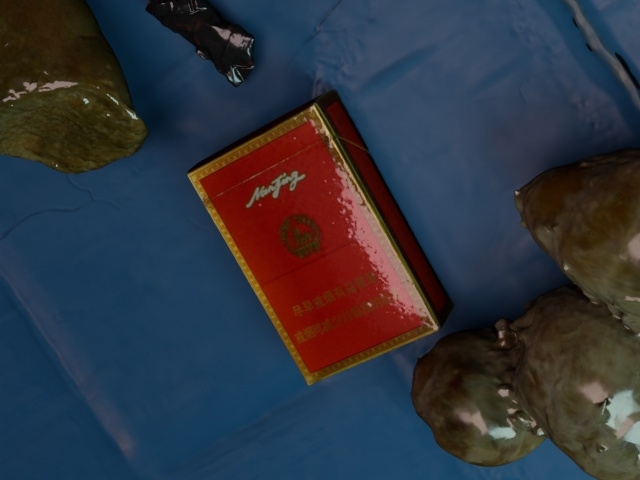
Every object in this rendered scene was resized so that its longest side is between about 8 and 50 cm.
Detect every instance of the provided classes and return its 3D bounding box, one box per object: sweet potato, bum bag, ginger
[{"bbox_3d":[-0.308,-0.218,1.109,0.158,0.158,0.370,-34,87,25],"label":"sweet potato"},{"bbox_3d":[-0.109,-0.199,1.102,0.124,0.034,0.058,41,124,3],"label":"bum bag"},{"bbox_3d":[0.248,0.057,0.993,0.256,0.176,0.375,30,113,12],"label":"ginger"}]

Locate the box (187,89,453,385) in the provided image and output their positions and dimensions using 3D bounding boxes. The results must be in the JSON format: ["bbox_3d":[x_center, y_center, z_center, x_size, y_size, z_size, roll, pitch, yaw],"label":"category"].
[{"bbox_3d":[0.000,0.000,1.114,0.153,0.074,0.240,-25,99,28],"label":"box"}]
